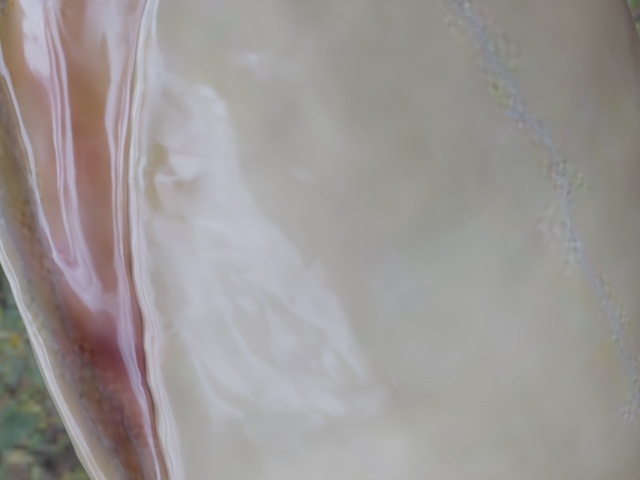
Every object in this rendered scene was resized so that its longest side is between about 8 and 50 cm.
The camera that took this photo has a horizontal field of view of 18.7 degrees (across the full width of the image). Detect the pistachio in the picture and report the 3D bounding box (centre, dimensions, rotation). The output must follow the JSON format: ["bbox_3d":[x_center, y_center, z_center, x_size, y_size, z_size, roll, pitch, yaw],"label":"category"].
[{"bbox_3d":[0.000,0.000,0.536,0.187,0.187,0.299,32,148,56],"label":"pistachio"}]
